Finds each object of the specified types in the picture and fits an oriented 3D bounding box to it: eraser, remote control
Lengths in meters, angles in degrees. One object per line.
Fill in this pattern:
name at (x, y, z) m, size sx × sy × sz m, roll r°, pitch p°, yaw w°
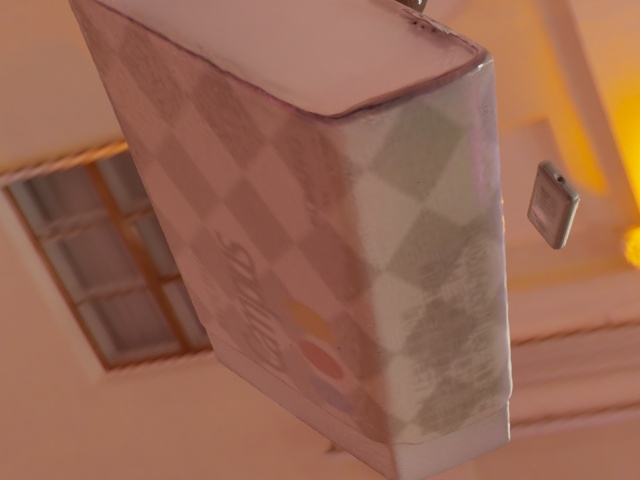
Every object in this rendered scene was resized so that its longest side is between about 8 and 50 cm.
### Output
eraser at (0.000, 0.000, 0.834) m, size 0.213 × 0.396 × 0.082 m, roll 32°, pitch -113°, yaw 25°
remote control at (0.217, -0.032, 1.366) m, size 0.018 × 0.124 × 0.053 m, roll -34°, pitch -110°, yaw -11°

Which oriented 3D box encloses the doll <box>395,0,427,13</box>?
doll at (0.012, -0.301, 0.972) m, size 0.215 × 0.226 × 0.370 m, roll -47°, pitch -158°, yaw 9°
